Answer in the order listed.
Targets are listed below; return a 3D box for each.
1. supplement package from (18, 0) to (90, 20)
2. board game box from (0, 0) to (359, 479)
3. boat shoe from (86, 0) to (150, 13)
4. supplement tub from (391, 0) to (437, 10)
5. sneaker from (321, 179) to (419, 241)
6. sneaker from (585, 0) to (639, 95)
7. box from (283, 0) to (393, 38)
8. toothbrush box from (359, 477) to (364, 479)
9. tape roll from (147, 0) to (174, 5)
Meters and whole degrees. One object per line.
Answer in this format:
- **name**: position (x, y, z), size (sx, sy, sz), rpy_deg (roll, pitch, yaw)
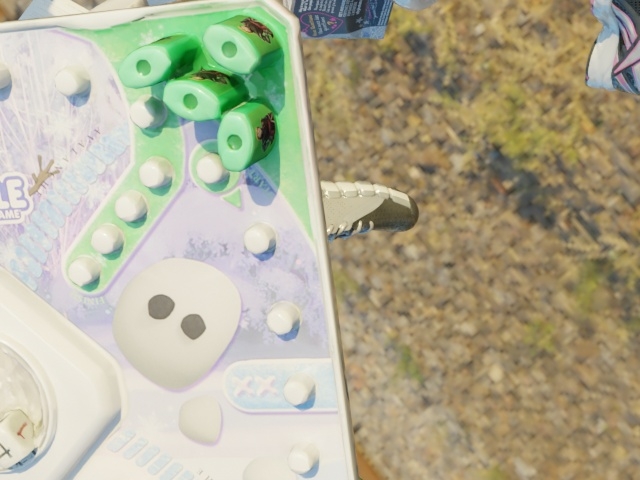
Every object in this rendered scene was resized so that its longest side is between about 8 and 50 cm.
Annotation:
- **supplement package**: position (-0.415, -0.234, 1.819), size (0.134, 0.244, 0.139), rpy_deg (32, 174, 33)
- **board game box**: position (-0.180, 0.086, 0.638), size (0.050, 0.390, 0.390), rpy_deg (-49, -46, -67)
- **boat shoe**: position (-0.214, -0.134, 1.111), size (0.102, 0.108, 0.301), rpy_deg (63, -159, -23)
- **supplement tub**: position (0.059, -0.350, 1.272), size (0.200, 0.144, 0.144), rpy_deg (36, 165, 18)
- **sneaker**: position (0.000, 0.000, 1.332), size (0.086, 0.229, 0.132), rpy_deg (128, 147, -60)
- **sneaker**: position (0.253, -0.172, 0.908), size (0.077, 0.072, 0.178), rpy_deg (25, 160, 21)
- **box**: position (0.017, -0.411, 1.596), size (0.163, 0.142, 0.247), rpy_deg (108, 160, -63)
- **toothbrush box**: position (-0.029, 0.350, 1.379), size (0.283, 0.122, 0.206), rpy_deg (31, 136, -5)
- **tape roll**: position (-0.226, -0.471, 1.800), size (0.286, 0.286, 0.100), rpy_deg (41, 159, 46)
